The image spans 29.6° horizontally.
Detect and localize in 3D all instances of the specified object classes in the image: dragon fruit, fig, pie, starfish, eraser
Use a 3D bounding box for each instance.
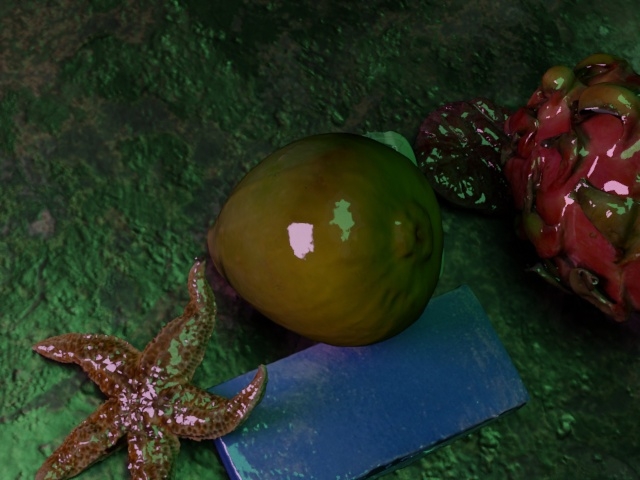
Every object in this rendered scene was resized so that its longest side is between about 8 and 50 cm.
[{"bbox_3d":[0.326,-0.065,1.238,0.291,0.269,0.250,43,36,-3],"label":"dragon fruit"},{"bbox_3d":[0.008,-0.006,1.163,0.207,0.230,0.207,-9,106,-31],"label":"fig"},{"bbox_3d":[0.177,-0.093,1.345,0.154,0.036,0.154,5,65,-12],"label":"pie"},{"bbox_3d":[-0.166,0.146,1.108,0.235,0.062,0.277,7,74,13],"label":"starfish"},{"bbox_3d":[0.045,0.158,1.188,0.312,0.042,0.144,-21,72,-23],"label":"eraser"}]

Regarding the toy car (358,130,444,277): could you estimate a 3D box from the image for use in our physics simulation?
[{"bbox_3d":[0.080,-0.033,1.279,0.093,0.058,0.186,-8,68,-20],"label":"toy car"}]
